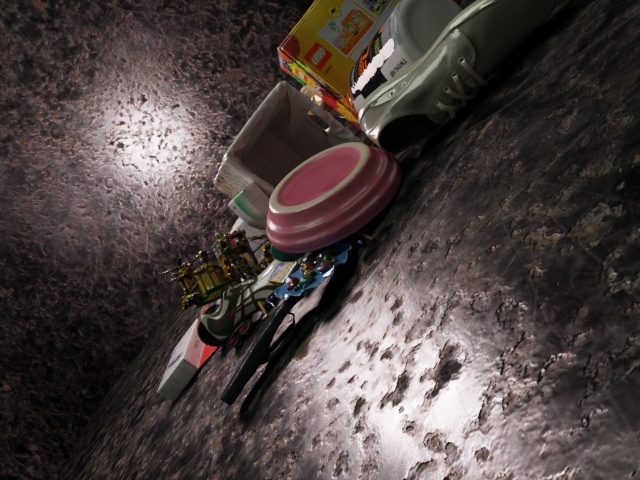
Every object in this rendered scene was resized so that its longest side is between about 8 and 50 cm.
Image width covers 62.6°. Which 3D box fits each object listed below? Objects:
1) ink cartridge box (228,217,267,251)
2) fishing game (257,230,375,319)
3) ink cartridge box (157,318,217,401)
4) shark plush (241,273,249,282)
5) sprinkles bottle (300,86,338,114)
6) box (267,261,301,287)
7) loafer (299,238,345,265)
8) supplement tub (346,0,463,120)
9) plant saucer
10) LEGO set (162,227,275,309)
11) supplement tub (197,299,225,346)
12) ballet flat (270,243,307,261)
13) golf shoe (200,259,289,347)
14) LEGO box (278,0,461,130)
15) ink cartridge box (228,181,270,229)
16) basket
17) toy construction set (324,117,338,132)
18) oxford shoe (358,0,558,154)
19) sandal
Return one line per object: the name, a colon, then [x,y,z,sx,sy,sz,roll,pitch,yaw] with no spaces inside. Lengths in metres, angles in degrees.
ink cartridge box: [-0.271,-0.052,2.133,0.176,0.127,0.128,-39,19,45]
fishing game: [-0.019,0.053,1.044,0.264,0.041,0.189,-35,12,-3]
ink cartridge box: [-0.391,0.329,1.675,0.261,0.066,0.296,-51,13,8]
shark plush: [-0.242,0.126,1.736,0.067,0.073,0.161,-24,1,-15]
sprinkles bottle: [0.045,-0.555,2.100,0.121,0.121,0.355,-46,-11,26]
box: [-0.073,0.088,1.243,0.059,0.054,0.169,-55,14,-12]
loafer: [0.000,0.000,1.209,0.170,0.061,0.062,-45,16,30]
supplement tub: [0.198,-0.410,1.268,0.207,0.207,0.338,-58,8,-22]
plant saucer: [0.013,-0.111,1.157,0.332,0.084,0.332,-25,29,15]
LEGO set: [-0.270,0.042,1.489,0.331,0.192,0.255,-23,-11,-29]
supplement tub: [-0.300,0.227,1.540,0.106,0.106,0.198,-51,13,5]
ballet flat: [-0.005,-0.048,1.321,0.280,0.095,0.096,-38,6,13]
golf shoe: [-0.186,0.142,1.354,0.273,0.120,0.105,-53,11,-8]
LEGO box: [0.158,-0.687,1.754,0.500,0.372,0.193,-52,1,-1]
ink cartridge box: [-0.155,-0.054,1.509,0.056,0.225,0.181,-45,9,-22]
basket: [-0.104,-0.228,1.613,0.331,0.328,0.266,-59,10,-24]
toy construction set: [-0.069,-0.375,1.978,0.257,0.309,0.237,-46,7,-7]
oxford shoe: [0.262,-0.316,1.029,0.449,0.169,0.130,-35,55,34]
sandal: [-0.105,0.213,1.041,0.255,0.054,0.097,-57,3,-9]
